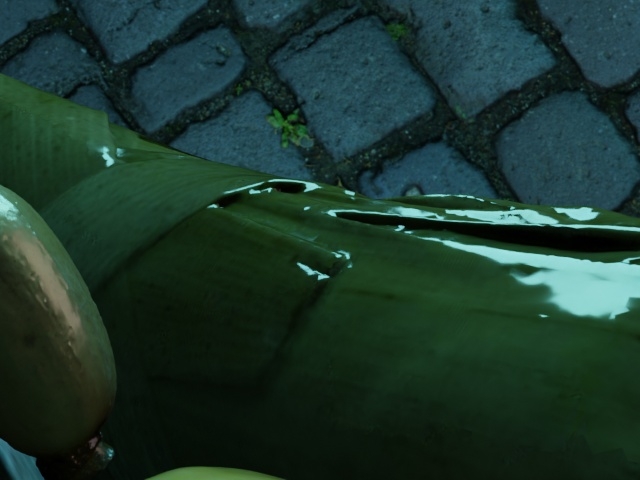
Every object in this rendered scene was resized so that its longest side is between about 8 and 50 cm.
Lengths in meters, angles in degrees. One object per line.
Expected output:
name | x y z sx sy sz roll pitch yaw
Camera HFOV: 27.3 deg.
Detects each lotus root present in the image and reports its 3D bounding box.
lotus root | -0.120 0.023 0.495 0.150 0.062 0.073 62 -8 -7

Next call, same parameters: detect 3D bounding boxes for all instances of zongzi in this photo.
zongzi | -0.014 0.013 0.561 0.467 0.218 0.500 48 -31 -5

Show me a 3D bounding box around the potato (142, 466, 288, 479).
potato | 0.013 0.164 0.379 0.150 0.146 0.234 -22 -79 51
